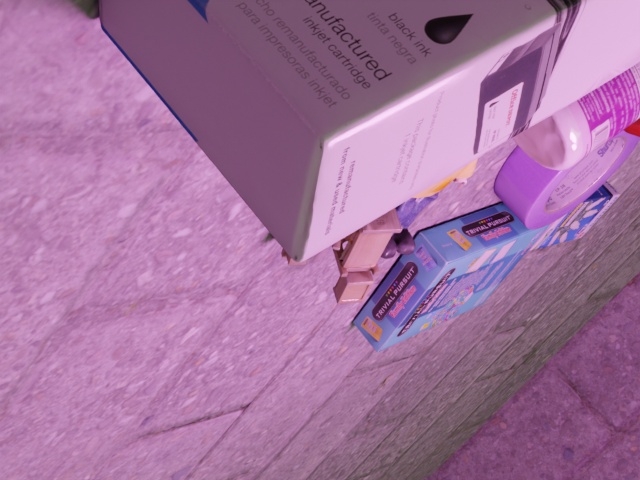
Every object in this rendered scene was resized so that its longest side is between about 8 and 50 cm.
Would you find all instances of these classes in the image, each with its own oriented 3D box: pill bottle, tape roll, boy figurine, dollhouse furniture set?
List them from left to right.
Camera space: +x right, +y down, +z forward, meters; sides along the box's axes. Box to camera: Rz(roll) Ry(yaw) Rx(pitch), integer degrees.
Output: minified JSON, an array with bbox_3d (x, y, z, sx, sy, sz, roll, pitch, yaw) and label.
[{"bbox_3d":[0.000,0.000,1.551,0.161,0.101,0.182,-2,145,-21],"label":"dollhouse furniture set"},{"bbox_3d":[0.174,-0.100,1.599,0.177,0.092,0.285,-5,144,-53],"label":"boy figurine"},{"bbox_3d":[0.439,-0.144,1.960,0.275,0.090,0.274,-34,159,-15],"label":"tape roll"},{"bbox_3d":[0.412,-0.246,1.594,0.302,0.169,0.169,-35,159,-14],"label":"pill bottle"}]

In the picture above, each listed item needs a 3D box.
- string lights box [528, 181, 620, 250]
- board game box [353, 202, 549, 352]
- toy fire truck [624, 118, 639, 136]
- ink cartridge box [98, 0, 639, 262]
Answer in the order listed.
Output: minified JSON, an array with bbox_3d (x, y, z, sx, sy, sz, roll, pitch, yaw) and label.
[{"bbox_3d":[0.487,-0.063,2.225,0.260,0.076,0.133,-10,143,-54],"label":"string lights box"},{"bbox_3d":[0.246,0.056,2.054,0.336,0.079,0.253,-18,150,-45],"label":"board game box"},{"bbox_3d":[0.603,-0.266,1.756,0.302,0.254,0.169,-38,159,-5],"label":"toy fire truck"},{"bbox_3d":[0.061,-0.211,0.896,0.395,0.285,0.166,-31,157,-25],"label":"ink cartridge box"}]
